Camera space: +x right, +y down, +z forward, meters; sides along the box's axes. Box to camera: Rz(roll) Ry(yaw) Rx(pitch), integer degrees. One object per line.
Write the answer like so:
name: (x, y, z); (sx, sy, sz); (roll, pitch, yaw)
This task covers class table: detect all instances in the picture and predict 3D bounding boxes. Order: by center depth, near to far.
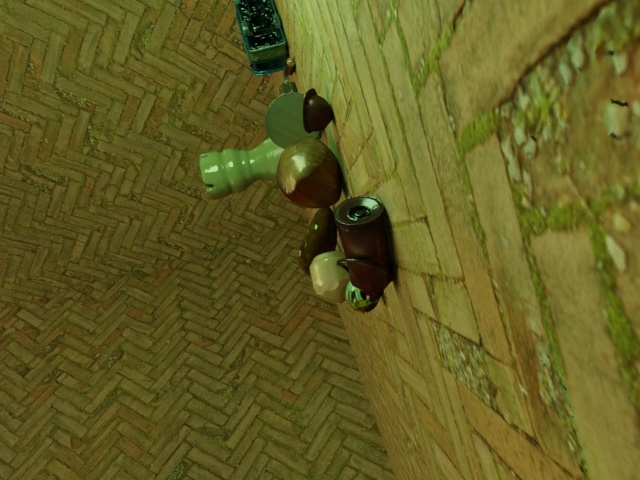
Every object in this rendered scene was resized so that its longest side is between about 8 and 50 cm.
table: (-0.071, -0.359, 1.479); (0.227, 0.167, 0.167); (-61, -45, -82)

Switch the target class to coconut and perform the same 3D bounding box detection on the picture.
coconut: (0.045, 0.133, 1.665); (0.171, 0.170, 0.183); (88, 172, -78)

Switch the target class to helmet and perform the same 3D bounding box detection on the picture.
helmet: (-0.001, -0.310, 1.147); (0.089, 0.057, 0.111); (-54, -28, -35)

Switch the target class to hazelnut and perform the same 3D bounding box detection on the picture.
hazelnut: (-0.028, -0.181, 1.318); (0.214, 0.176, 0.214); (46, -153, -32)

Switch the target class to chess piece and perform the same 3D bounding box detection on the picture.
chess piece: (-0.230, -0.293, 1.806); (0.234, 0.442, 0.234); (164, 90, -86)

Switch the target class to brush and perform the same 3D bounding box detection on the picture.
brush: (-0.137, -0.637, 1.891); (0.084, 0.071, 0.301); (71, -173, -80)

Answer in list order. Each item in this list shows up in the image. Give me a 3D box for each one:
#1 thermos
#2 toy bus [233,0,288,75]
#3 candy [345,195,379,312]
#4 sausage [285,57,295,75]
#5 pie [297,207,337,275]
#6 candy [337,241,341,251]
thermos: (0.096, 0.029, 0.946); (0.124, 0.099, 0.232); (-58, -36, -41)
toy bus: (-0.228, -0.806, 1.766); (0.190, 0.152, 0.312); (90, 163, -76)
candy: (0.093, 0.034, 1.214); (0.083, 0.091, 0.305); (-17, 81, 59)
sausage: (-0.108, -0.623, 1.692); (0.030, 0.035, 0.147); (42, -178, -7)
pie: (0.001, 0.001, 1.774); (0.273, 0.069, 0.273); (-45, -35, -46)
candy: (0.045, -0.039, 1.944); (0.062, 0.058, 0.194); (-82, -32, -77)
